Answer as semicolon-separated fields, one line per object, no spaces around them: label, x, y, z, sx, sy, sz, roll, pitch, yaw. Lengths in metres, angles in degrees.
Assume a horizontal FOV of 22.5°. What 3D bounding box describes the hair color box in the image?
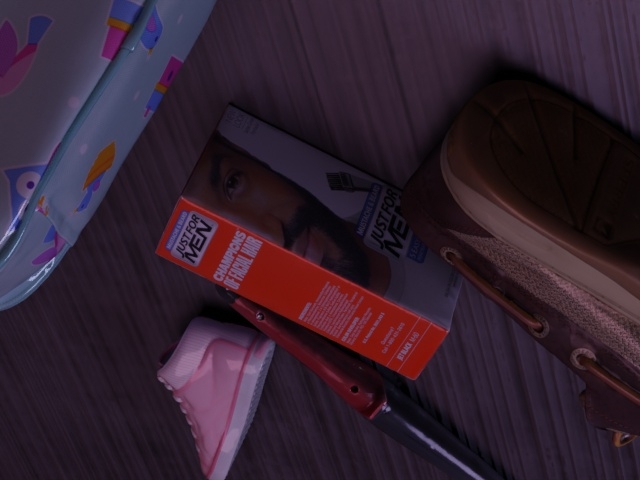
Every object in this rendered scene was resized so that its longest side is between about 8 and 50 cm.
hair color box;0.000;0.000;0.929;0.167;0.093;0.053;25;133;-4

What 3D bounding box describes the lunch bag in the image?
lunch bag;-0.178;-0.125;0.769;0.224;0.279;0.108;26;168;7

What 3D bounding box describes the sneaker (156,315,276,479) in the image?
sneaker;-0.077;0.103;1.078;0.070;0.051;0.134;20;130;4

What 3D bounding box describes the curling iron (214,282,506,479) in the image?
curling iron;0.035;0.091;1.036;0.068;0.035;0.274;-28;116;36

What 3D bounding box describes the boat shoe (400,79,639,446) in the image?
boat shoe;0.192;0.053;0.898;0.342;0.123;0.123;34;141;-6
